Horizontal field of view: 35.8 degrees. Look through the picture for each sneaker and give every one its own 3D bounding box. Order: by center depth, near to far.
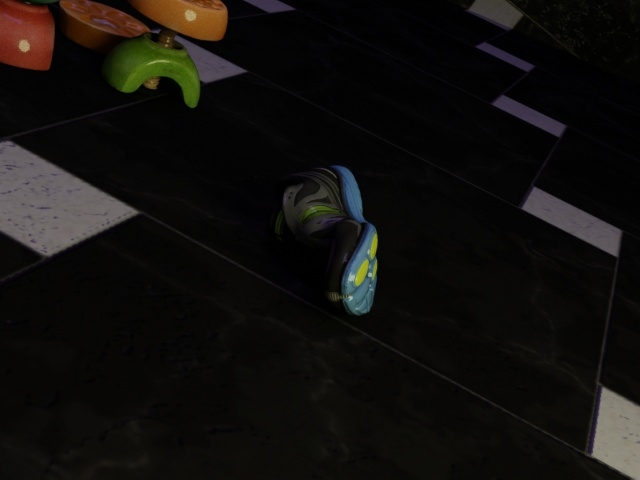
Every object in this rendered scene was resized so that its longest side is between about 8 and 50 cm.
[{"bbox_3d":[0.000,0.000,0.758,0.078,0.067,0.188,-3,29,-9],"label":"sneaker"}]

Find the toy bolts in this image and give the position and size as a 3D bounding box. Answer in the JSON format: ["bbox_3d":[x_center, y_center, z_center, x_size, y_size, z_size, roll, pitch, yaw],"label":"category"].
[{"bbox_3d":[-0.219,-0.255,0.966,0.228,0.158,0.218,7,28,-37],"label":"toy bolts"}]
